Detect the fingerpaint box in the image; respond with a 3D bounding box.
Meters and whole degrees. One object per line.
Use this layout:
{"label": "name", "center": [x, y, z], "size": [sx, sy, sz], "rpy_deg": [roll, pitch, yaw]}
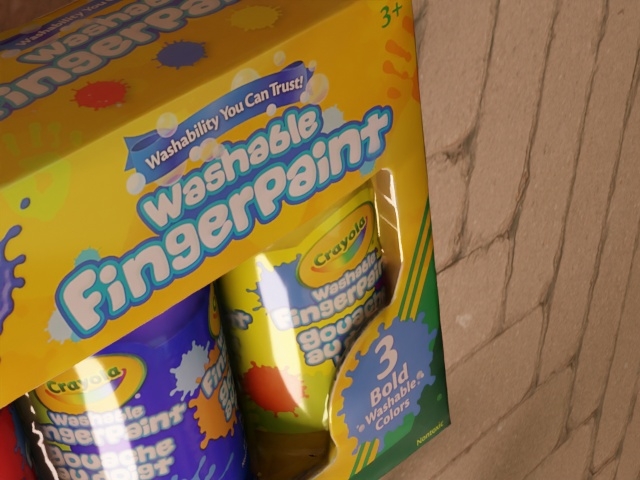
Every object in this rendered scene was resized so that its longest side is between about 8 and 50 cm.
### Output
{"label": "fingerpaint box", "center": [-0.132, 0.062, 0.855], "size": [0.445, 0.163, 0.371], "rpy_deg": [-32, 131, -30]}
